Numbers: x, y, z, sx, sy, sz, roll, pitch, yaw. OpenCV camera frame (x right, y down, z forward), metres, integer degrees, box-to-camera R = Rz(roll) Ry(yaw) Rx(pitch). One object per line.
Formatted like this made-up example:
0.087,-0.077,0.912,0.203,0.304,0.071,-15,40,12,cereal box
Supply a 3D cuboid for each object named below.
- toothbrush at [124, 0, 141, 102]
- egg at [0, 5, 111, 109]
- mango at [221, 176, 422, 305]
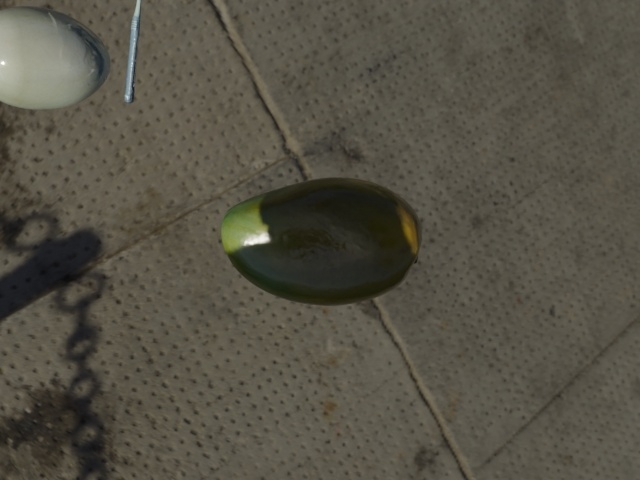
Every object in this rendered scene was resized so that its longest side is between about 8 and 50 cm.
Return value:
-0.287,-0.322,1.206,0.019,0.016,0.219,-7,110,-46,toothbrush
-0.417,-0.273,1.180,0.209,0.151,0.151,-8,88,-42,egg
0.000,0.000,0.762,0.195,0.092,0.130,8,111,-3,mango
